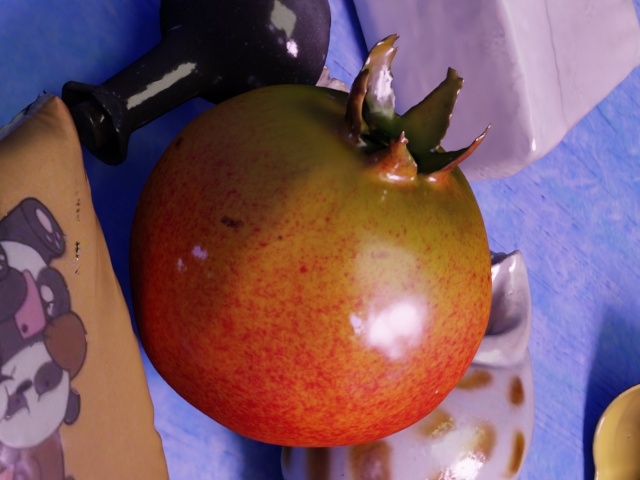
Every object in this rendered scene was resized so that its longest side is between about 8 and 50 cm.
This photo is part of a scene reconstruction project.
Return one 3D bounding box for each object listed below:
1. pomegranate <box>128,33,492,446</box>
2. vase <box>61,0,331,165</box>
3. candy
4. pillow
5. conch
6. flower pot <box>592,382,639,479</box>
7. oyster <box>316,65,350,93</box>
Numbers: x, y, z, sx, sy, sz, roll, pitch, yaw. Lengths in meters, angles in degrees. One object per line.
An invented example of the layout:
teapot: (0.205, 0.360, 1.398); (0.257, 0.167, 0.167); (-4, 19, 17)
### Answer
pomegranate: (0.000, 0.000, 0.870); (0.221, 0.221, 0.257); (0, 130, -48)
vase: (-0.080, -0.114, 0.926); (0.183, 0.120, 0.120); (-36, 113, -29)
candy: (0.111, -0.245, 1.124); (0.208, 0.145, 0.359); (-36, 113, -46)
pillow: (-0.195, 0.115, 0.749); (0.310, 0.119, 0.312); (-35, 121, -48)
conch: (0.052, 0.126, 1.014); (0.275, 0.182, 0.149); (-46, 149, -29)
flower pot: (0.364, 0.206, 1.342); (0.179, 0.195, 0.195); (8, 79, -61)
oyster: (-0.005, -0.048, 1.039); (0.108, 0.053, 0.166); (58, 38, -52)
